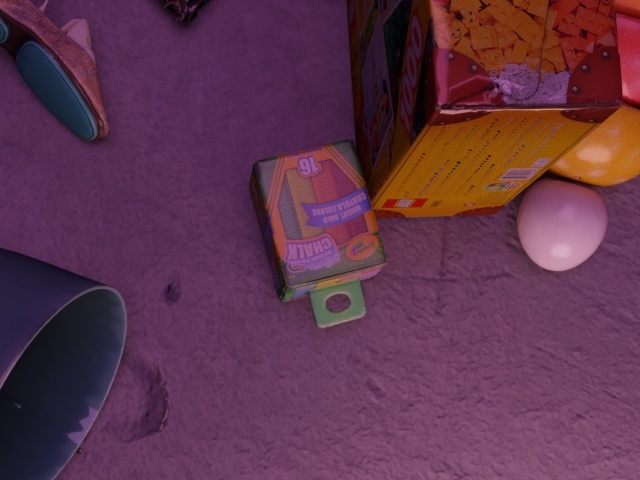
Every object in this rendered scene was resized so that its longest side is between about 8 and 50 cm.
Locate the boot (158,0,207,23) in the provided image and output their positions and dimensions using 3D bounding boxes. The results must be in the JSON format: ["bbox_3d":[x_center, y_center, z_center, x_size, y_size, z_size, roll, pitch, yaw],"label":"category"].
[{"bbox_3d":[-0.249,-0.373,1.648,0.263,0.091,0.229,-41,85,-14],"label":"boot"}]

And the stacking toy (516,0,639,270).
[{"bbox_3d":[0.358,-0.193,1.602,0.351,0.350,0.479,15,93,-3],"label":"stacking toy"}]

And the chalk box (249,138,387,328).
[{"bbox_3d":[0.000,0.000,1.579,0.132,0.132,0.213,-15,81,-9],"label":"chalk box"}]

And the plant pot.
[{"bbox_3d":[-0.401,0.135,1.441,0.235,0.293,0.293,26,77,15],"label":"plant pot"}]

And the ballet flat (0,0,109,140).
[{"bbox_3d":[-0.361,-0.271,1.596,0.316,0.107,0.106,48,58,-13],"label":"ballet flat"}]

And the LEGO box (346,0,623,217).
[{"bbox_3d":[0.163,-0.258,1.461,0.193,0.500,0.372,-2,79,-7],"label":"LEGO box"}]
